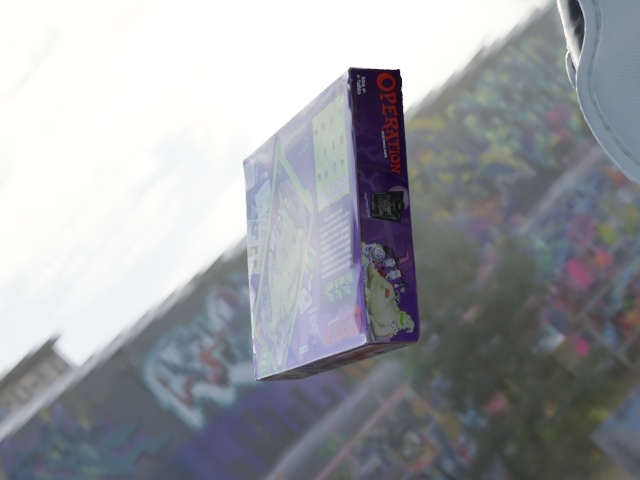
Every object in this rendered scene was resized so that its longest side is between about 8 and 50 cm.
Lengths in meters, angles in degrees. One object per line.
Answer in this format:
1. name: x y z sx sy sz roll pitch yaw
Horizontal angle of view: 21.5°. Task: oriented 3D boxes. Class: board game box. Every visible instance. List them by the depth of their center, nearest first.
1. board game box: 0.000 0.000 1.381 0.347 0.056 0.208 152 120 -72

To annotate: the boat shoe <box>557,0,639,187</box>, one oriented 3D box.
1. boat shoe: 0.215 -0.126 1.093 0.114 0.302 0.091 -15 -40 12
